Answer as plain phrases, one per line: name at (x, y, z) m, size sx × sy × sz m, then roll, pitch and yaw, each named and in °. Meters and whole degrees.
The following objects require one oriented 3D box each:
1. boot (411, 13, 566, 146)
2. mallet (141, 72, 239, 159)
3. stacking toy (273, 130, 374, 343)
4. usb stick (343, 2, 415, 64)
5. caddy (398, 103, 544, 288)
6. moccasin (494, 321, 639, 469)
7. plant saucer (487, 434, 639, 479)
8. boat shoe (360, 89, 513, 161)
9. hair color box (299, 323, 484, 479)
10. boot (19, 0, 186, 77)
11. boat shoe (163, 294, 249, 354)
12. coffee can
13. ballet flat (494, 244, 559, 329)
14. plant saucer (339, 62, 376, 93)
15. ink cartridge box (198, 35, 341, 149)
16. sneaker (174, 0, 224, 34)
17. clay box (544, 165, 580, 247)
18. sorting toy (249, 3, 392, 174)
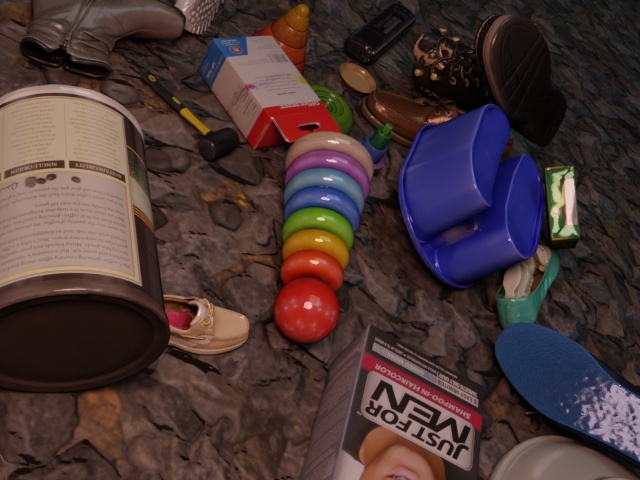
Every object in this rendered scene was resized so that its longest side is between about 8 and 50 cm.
boot at (0.296, -0.327, 1.438) m, size 0.284 × 0.138 × 0.377 m, roll 32°, pitch 3°, yaw 35°
mallet at (-0.214, -0.194, 1.174) m, size 0.190 × 0.039 × 0.062 m, roll 38°, pitch 43°, yaw 6°
stacking toy at (0.000, 0.000, 1.086) m, size 0.141 × 0.141 × 0.330 m, roll 22°, pitch 49°, yaw -18°
usb stick at (0.133, -0.452, 1.639) m, size 0.077 × 0.045 × 0.278 m, roll 34°, pitch 41°, yaw 5°
caddy at (0.246, -0.076, 1.290) m, size 0.241 × 0.179 × 0.341 m, roll 52°, pitch 37°, yaw -19°
moccasin at (0.408, 0.255, 1.132) m, size 0.342 × 0.138 × 0.117 m, roll 40°, pitch -1°, yaw 32°
plant saucer at (0.399, 0.433, 1.000) m, size 0.400 × 0.100 × 0.400 m, roll 19°, pitch 45°, yaw -20°
boat shoe at (0.230, -0.231, 1.464) m, size 0.307 × 0.104 × 0.110 m, roll 20°, pitch 45°, yaw -20°
hair color box at (0.076, 0.300, 0.877) m, size 0.185 × 0.113 × 0.374 m, roll 29°, pitch 43°, yaw -11°
boot at (-0.331, -0.312, 1.172) m, size 0.246 × 0.083 × 0.161 m, roll 7°, pitch 57°, yaw -24°
boat shoe at (-0.159, 0.099, 0.929) m, size 0.170 × 0.059 × 0.063 m, roll 8°, pitch 50°, yaw -30°
coffee can at (-0.281, -0.003, 0.825) m, size 0.201 × 0.201 × 0.275 m, roll 8°, pitch 50°, yaw -30°
ballet flat at (0.359, 0.056, 1.304) m, size 0.247 × 0.083 × 0.087 m, roll -54°, pitch 133°, yaw -47°
plant saucer at (0.071, -0.317, 1.496) m, size 0.083 × 0.015 × 0.083 m, roll 20°, pitch 45°, yaw -21°
ink cartridge box at (-0.084, -0.234, 1.264) m, size 0.134 × 0.078 × 0.231 m, roll -17°, pitch 65°, yaw -43°
sneaker at (-0.230, -0.447, 1.360) m, size 0.095 × 0.090 × 0.235 m, roll 20°, pitch 40°, yaw -2°
clay box at (0.440, -0.053, 1.381) m, size 0.222 × 0.053 × 0.127 m, roll 17°, pitch 69°, yaw -72°
sorting toy at (0.013, -0.284, 1.343) m, size 0.127 × 0.126 × 0.365 m, roll -19°, pitch 65°, yaw -44°
